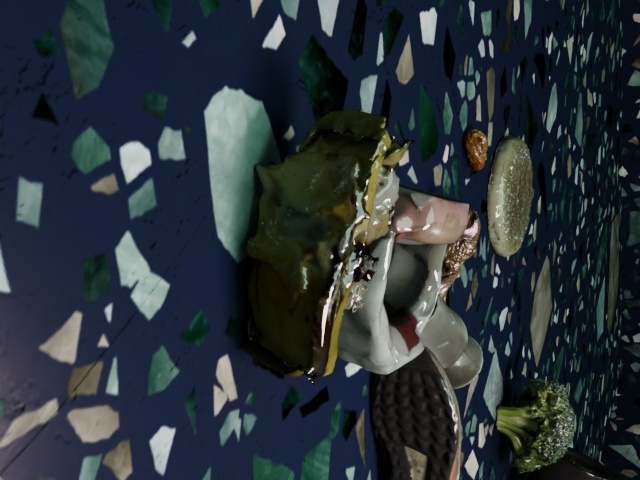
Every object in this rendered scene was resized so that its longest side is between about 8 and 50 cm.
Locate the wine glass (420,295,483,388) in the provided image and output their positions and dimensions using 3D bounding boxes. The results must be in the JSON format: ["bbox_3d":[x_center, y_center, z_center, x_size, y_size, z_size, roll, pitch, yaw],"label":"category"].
[{"bbox_3d":[0.176,0.145,1.287,0.231,0.103,0.103,51,51,-50],"label":"wine glass"}]

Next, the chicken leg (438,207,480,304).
[{"bbox_3d":[0.202,0.036,1.351,0.069,0.085,0.198,-73,177,-76],"label":"chicken leg"}]

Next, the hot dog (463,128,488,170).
[{"bbox_3d":[0.286,-0.165,1.513,0.083,0.035,0.058,64,37,-46],"label":"hot dog"}]

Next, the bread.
[{"bbox_3d":[0.411,-0.095,1.765,0.267,0.040,0.267,-20,112,-60],"label":"bread"}]

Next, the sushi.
[{"bbox_3d":[-0.004,-0.001,0.887,0.131,0.139,0.291,5,104,-57],"label":"sushi"}]

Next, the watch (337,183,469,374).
[{"bbox_3d":[0.078,0.046,1.056,0.253,0.161,0.241,3,105,-62],"label":"watch"}]

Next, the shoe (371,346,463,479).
[{"bbox_3d":[0.170,0.290,1.287,0.171,0.132,0.336,-46,136,-57],"label":"shoe"}]

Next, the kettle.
[{"bbox_3d":[0.557,0.659,2.018,0.203,0.262,0.308,20,95,-29],"label":"kettle"}]

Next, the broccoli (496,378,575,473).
[{"bbox_3d":[0.493,0.417,1.879,0.226,0.176,0.198,53,31,-41],"label":"broccoli"}]
